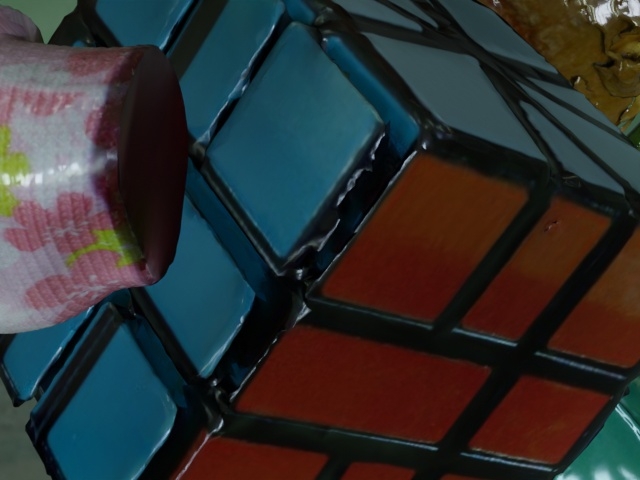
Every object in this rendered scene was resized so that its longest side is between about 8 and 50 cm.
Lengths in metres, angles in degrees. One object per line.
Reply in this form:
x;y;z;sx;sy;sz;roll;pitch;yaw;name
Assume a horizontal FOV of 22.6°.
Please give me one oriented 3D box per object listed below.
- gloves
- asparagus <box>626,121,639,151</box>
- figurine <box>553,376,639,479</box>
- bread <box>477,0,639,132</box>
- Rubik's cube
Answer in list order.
-0.172;-0.022;0.548;0.241;0.145;0.126;4;91;10;gloves
0.367;-0.144;1.499;0.067;0.060;0.277;41;69;6;asparagus
0.216;0.186;1.304;0.231;0.340;0.324;-42;25;-25;figurine
0.111;-0.212;1.380;0.358;0.337;0.204;1;46;11;bread
0.000;0.000;0.897;0.283;0.293;0.288;-53;49;18;Rubik's cube
